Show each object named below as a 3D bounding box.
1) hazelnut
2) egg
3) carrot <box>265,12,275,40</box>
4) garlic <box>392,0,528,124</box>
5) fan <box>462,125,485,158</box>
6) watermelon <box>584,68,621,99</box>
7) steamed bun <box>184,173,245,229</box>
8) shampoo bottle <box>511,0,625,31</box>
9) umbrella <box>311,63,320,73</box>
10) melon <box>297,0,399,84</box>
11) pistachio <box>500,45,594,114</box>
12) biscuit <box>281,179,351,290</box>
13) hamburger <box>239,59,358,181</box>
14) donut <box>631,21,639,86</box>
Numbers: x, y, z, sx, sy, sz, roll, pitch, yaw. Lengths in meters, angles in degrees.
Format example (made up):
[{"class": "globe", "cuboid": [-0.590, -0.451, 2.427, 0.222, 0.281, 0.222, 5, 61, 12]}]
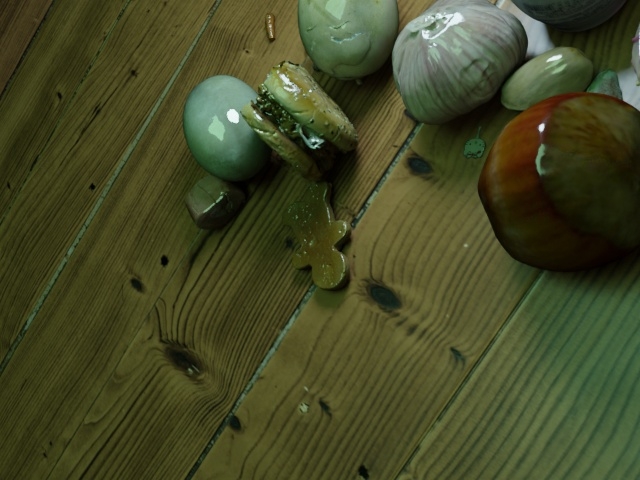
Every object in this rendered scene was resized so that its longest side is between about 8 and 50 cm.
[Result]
[{"class": "hazelnut", "cuboid": [0.479, -0.119, 1.441, 0.366, 0.366, 0.365, -13, 68, 34]}, {"class": "egg", "cuboid": [-0.265, -0.323, 2.092, 0.258, 0.258, 0.352, -42, 45, 19]}, {"class": "carrot", "cuboid": [-0.156, -0.666, 2.268, 0.032, 0.032, 0.093, -17, 70, 32]}, {"class": "garlic", "cuboid": [0.308, -0.433, 1.691, 0.318, 0.259, 0.317, -25, 51, 34]}, {"class": "fan", "cuboid": [0.371, -0.236, 1.745, 0.056, 0.004, 0.083, 10, 82, 39]}, {"class": "watermelon", "cuboid": [0.595, -0.290, 1.569, 0.094, 0.081, 0.180, 10, 87, 13]}, {"class": "steamed bun", "cuboid": [-0.312, -0.123, 2.167, 0.175, 0.106, 0.144, -40, 49, 4]}, {"class": "shampoo bottle", "cuboid": [0.531, -0.605, 1.576, 0.273, 0.266, 0.272, -9, 75, 35]}, {"class": "umbrella", "cuboid": [-0.007, -0.519, 2.111, 0.020, 0.032, 0.083, -9, 64, 69]}, {"class": "melon", "cuboid": [0.075, -0.575, 1.915, 0.269, 0.269, 0.329, -9, 91, 35]}, {"class": "pistachio", "cuboid": [0.499, -0.346, 1.605, 0.206, 0.130, 0.131, -30, 55, 34]}, {"class": "biscuit", "cuboid": [0.000, 0.000, 1.922, 0.197, 0.049, 0.301, -39, 56, 26]}, {"class": "hamburger", "cuboid": [-0.044, -0.304, 1.904, 0.195, 0.318, 0.277, -44, 86, 15]}, {"class": "donut", "cuboid": [0.793, -0.377, 1.384, 0.383, 0.142, 0.382, -13, 67, 33]}]
